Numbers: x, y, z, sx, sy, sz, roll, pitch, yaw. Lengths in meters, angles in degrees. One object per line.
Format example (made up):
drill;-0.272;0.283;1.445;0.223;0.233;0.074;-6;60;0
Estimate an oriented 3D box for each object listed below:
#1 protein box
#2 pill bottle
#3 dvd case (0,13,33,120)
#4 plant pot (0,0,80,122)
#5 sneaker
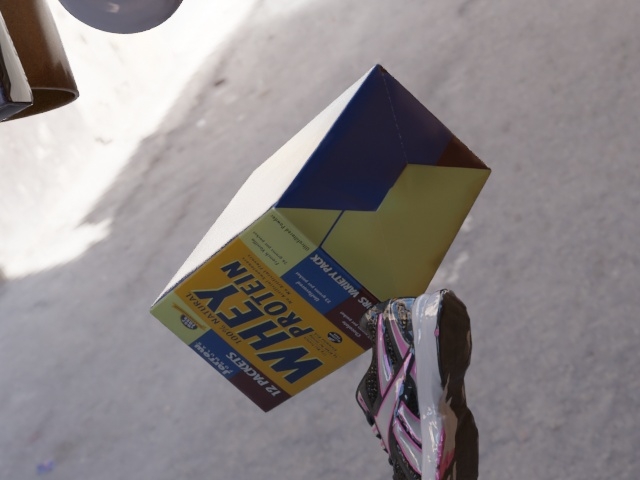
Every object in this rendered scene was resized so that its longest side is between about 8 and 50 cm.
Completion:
protein box;0.000;0.000;1.081;0.201;0.136;0.200;-37;14;47
pill bottle;-0.159;-0.280;1.137;0.121;0.121;0.216;-23;33;20
dvd case;-0.253;-0.093;0.555;0.239;0.179;0.029;-23;-2;17
plant pot;-0.390;-0.257;1.375;0.237;0.254;0.237;-9;0;0
sneaker;0.063;0.123;0.915;0.077;0.178;0.072;-1;-3;31
